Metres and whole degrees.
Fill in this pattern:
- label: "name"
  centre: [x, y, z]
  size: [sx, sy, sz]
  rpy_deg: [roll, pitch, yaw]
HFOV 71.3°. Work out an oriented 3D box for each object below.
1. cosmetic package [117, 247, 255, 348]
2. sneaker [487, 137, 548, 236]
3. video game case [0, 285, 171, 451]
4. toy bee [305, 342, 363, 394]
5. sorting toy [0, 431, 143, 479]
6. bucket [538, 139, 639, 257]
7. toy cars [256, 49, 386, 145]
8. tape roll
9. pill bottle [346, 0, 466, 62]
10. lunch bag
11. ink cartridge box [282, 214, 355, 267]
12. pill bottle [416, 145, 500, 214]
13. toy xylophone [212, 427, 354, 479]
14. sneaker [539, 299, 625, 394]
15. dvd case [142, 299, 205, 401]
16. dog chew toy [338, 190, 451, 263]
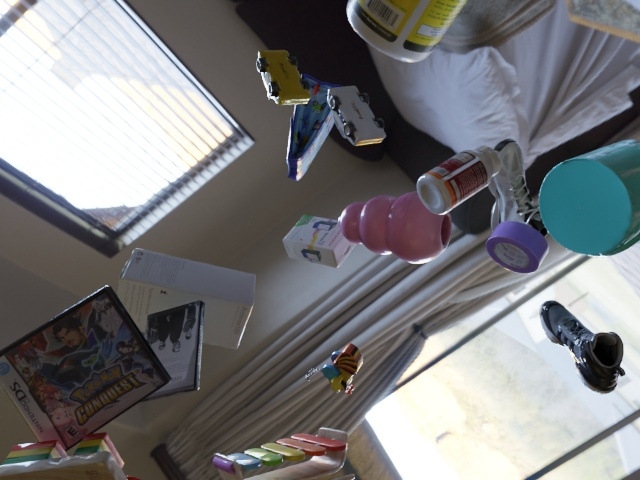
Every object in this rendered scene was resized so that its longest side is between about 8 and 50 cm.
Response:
- label: "cosmetic package"
  centre: [-0.415, 0.187, 1.396]
  size: [0.386, 0.217, 0.156]
  rpy_deg: [13, -147, -11]
- label: "sneaker"
  centre: [0.790, -0.164, 1.716]
  size: [0.257, 0.169, 0.447]
  rpy_deg: [46, 158, 55]
- label: "video game case"
  centre: [-0.503, 0.273, 0.940]
  size: [0.248, 0.275, 0.035]
  rpy_deg: [57, 170, 0]
- label: "toy bee"
  centre: [0.089, 0.510, 1.730]
  size: [0.162, 0.195, 0.298]
  rpy_deg: [43, 153, 1]
- label: "sorting toy"
  centre: [-0.464, 0.488, 0.857]
  size: [0.089, 0.258, 0.255]
  rpy_deg: [-90, -12, -64]
- label: "bucket"
  centre: [0.699, -0.098, 1.091]
  size: [0.281, 0.183, 0.280]
  rpy_deg: [-15, 90, 69]
- label: "toy cars"
  centre: [-0.008, -0.349, 1.136]
  size: [0.394, 0.176, 0.087]
  rpy_deg: [29, 144, 5]
- label: "tape roll"
  centre: [0.685, 0.025, 1.561]
  size: [0.189, 0.080, 0.189]
  rpy_deg: [35, 158, 16]
- label: "pill bottle"
  centre: [0.196, -0.492, 0.746]
  size: [0.188, 0.334, 0.187]
  rpy_deg: [15, -130, -20]
- label: "lunch bag"
  centre: [-0.041, -0.327, 1.408]
  size: [0.138, 0.292, 0.221]
  rpy_deg: [17, 172, -2]
- label: "ink cartridge box"
  centre: [0.000, 0.000, 1.578]
  size: [0.213, 0.154, 0.093]
  rpy_deg: [13, 138, 31]
- label: "pill bottle"
  centre: [0.268, -0.120, 0.857]
  size: [0.086, 0.152, 0.086]
  rpy_deg: [52, 162, 24]
- label: "toy xylophone"
  centre: [-0.064, 0.505, 1.017]
  size: [0.323, 0.236, 0.081]
  rpy_deg: [6, -107, -43]
- label: "sneaker"
  centre: [0.672, 0.244, 1.139]
  size: [0.153, 0.102, 0.268]
  rpy_deg: [77, 173, -54]
- label: "dvd case"
  centre: [-0.392, 0.288, 1.172]
  size: [0.029, 0.180, 0.238]
  rpy_deg: [52, -153, -52]
- label: "dog chew toy"
  centre: [0.206, -0.044, 1.314]
  size: [0.332, 0.206, 0.207]
  rpy_deg: [6, 160, 32]
